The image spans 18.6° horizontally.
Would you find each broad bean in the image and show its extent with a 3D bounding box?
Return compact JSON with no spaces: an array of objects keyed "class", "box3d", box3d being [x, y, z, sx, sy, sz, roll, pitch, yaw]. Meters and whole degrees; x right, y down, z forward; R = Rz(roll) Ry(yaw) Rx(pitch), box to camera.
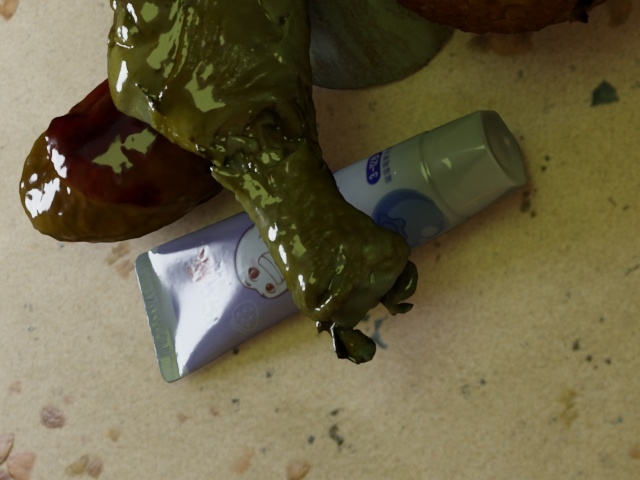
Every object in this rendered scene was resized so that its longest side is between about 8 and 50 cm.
[{"class":"broad bean","box3d":[-0.173,-0.081,1.737,0.228,0.122,0.156,-18,68,19]}]

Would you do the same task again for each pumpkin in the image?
[{"class":"pumpkin","box3d":[0.017,-0.250,1.704,0.217,0.110,0.217,-14,62,28]}]

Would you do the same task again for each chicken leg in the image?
[{"class":"chicken leg","box3d":[-0.046,-0.098,1.577,0.201,0.152,0.429,-24,68,-13]}]

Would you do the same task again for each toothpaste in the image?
[{"class":"toothpaste","box3d":[0.000,0.000,1.653,0.371,0.080,0.125,-26,67,27]}]

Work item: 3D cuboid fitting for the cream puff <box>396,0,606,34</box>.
[{"class":"cream puff","box3d":[0.149,-0.296,1.573,0.303,0.212,0.303,-2,66,5]}]
